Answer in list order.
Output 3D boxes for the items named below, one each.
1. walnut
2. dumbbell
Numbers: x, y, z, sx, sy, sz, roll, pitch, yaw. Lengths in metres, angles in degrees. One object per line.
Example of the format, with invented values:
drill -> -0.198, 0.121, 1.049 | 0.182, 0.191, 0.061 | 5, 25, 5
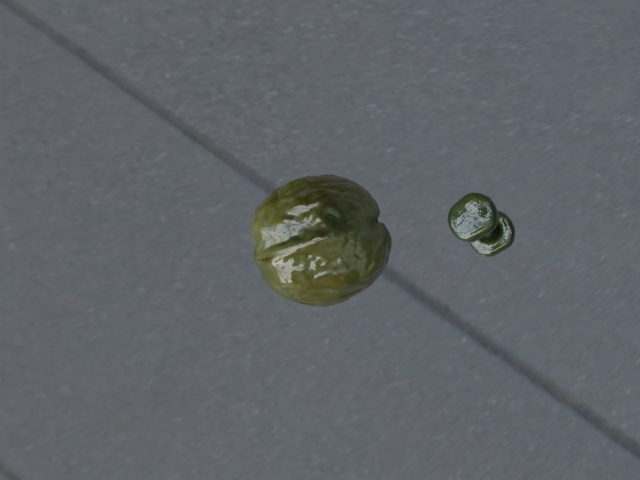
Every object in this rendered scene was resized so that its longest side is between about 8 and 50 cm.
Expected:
walnut -> 0.000, 0.000, 0.858 | 0.092, 0.092, 0.092 | 4, 101, 24
dumbbell -> 0.166, -0.015, 1.376 | 0.052, 0.118, 0.046 | -36, 72, 10
